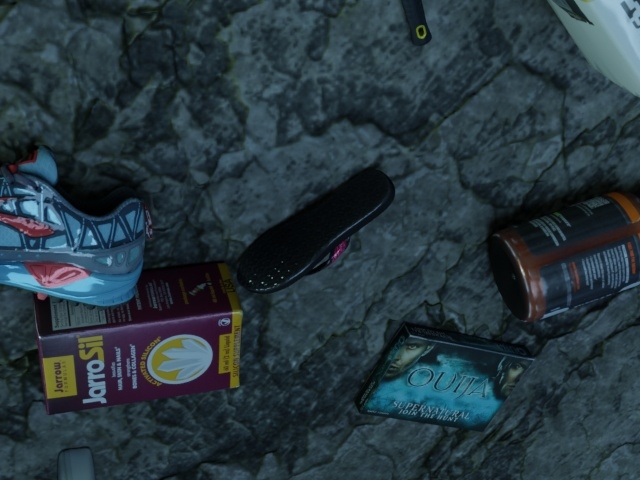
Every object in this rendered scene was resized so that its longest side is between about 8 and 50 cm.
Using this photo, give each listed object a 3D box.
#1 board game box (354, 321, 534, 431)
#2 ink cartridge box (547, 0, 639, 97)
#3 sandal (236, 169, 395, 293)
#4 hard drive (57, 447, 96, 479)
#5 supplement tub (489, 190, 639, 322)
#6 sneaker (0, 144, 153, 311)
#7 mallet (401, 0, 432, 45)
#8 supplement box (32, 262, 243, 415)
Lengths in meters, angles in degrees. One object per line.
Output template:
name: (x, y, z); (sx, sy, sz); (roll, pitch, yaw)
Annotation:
board game box: (0.148, 0.165, 1.146); (0.186, 0.026, 0.126); (13, 120, -28)
ink cartridge box: (0.248, -0.295, 0.738); (0.226, 0.131, 0.306); (-40, 117, 10)
sandal: (0.000, 0.000, 0.944); (0.179, 0.067, 0.040); (-34, 141, 3)
hard drive: (-0.238, 0.397, 0.991); (0.040, 0.307, 0.203); (-3, 126, -18)
supplement tub: (0.289, 0.011, 1.032); (0.198, 0.106, 0.106); (-18, 130, -7)
sneaker: (-0.269, -0.028, 0.816); (0.262, 0.104, 0.125); (13, 102, -33)
mallet: (0.073, -0.246, 0.806); (0.062, 0.039, 0.189); (-28, 134, 6)
supplement box: (-0.175, 0.093, 0.934); (0.188, 0.081, 0.104); (-6, 127, -16)
